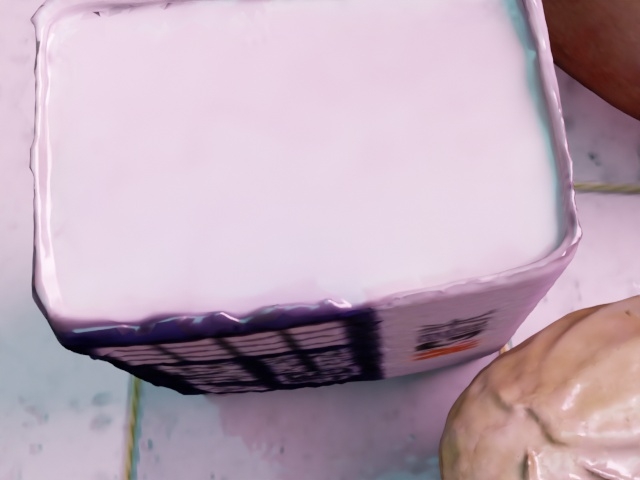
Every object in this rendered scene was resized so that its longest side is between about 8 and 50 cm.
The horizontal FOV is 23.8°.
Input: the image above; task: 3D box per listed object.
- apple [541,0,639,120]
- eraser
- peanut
[{"bbox_3d":[0.169,-0.174,0.531,0.306,0.235,0.305,-1,75,3],"label":"apple"},{"bbox_3d":[0.000,0.000,0.482,0.130,0.287,0.086,-6,81,3],"label":"eraser"},{"bbox_3d":[0.141,0.058,0.538,0.214,0.098,0.090,-9,31,-27],"label":"peanut"}]
